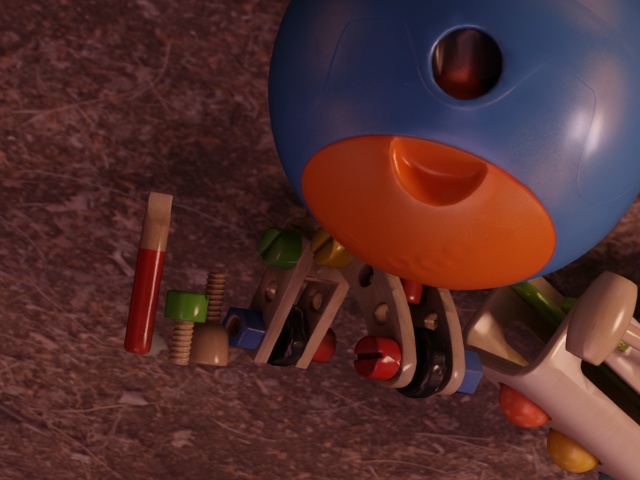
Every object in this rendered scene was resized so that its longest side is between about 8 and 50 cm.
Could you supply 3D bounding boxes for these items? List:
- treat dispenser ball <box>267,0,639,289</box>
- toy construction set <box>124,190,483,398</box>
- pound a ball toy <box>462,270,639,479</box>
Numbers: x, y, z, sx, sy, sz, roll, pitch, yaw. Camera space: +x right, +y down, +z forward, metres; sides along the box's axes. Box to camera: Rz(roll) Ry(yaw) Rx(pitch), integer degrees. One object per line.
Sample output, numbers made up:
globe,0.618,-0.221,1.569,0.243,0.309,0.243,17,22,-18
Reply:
treat dispenser ball,0.105,-0.107,1.177,0.288,0.288,0.288,5,137,5
toy construction set,0.000,0.000,1.397,0.308,0.237,0.257,8,179,-12
pound a ball toy,0.263,0.149,1.455,0.319,0.136,0.208,41,170,-30
